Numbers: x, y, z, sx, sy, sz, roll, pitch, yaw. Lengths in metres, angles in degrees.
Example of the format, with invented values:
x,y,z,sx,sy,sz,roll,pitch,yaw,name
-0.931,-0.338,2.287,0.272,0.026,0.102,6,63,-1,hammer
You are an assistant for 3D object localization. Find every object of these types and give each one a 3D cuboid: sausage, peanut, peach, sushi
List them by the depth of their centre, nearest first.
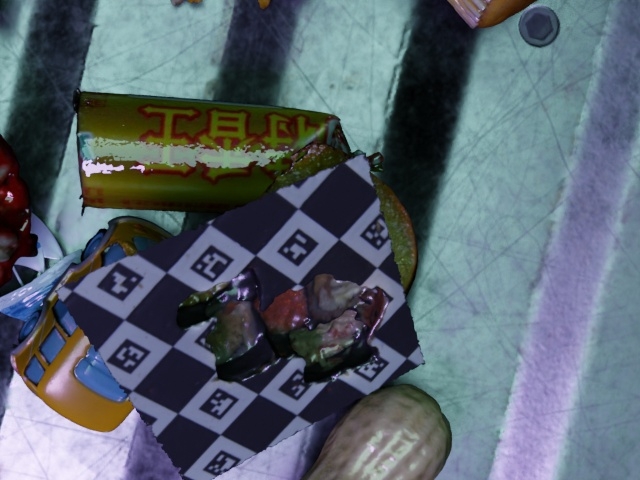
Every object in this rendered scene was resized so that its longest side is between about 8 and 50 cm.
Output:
x,y,z,sx,sy,sz,roll,pitch,yaw,name
-0.063,0.074,0.963,0.292,0.059,0.294,-26,129,-9,sushi
-0.001,-0.001,1.011,0.189,0.068,0.279,-13,131,-10,peach
-0.093,-0.079,1.023,0.317,0.117,0.125,4,101,-5,sausage
0.033,0.260,1.042,0.123,0.123,0.257,42,79,-5,peanut

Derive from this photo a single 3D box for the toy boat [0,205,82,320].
x,y,z,sx,sy,sz,roll,pitch,yaw,name
-0.305,0.010,1.062,0.105,0.034,0.150,-8,81,-1,toy boat

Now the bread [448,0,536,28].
x,y,z,sx,sy,sz,roll,pitch,yaw,name
0.216,-0.329,1.004,0.250,0.179,0.133,-44,87,-9,bread

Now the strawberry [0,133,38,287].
x,y,z,sx,sy,sz,roll,pitch,yaw,name
-0.429,-0.019,0.967,0.261,0.257,0.261,-4,96,-35,strawberry

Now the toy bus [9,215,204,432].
x,y,z,sx,sy,sz,roll,pitch,yaw,name
-0.204,0.087,1.000,0.126,0.136,0.209,38,89,-26,toy bus

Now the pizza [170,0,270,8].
x,y,z,sx,sy,sz,roll,pitch,yaw,name
-0.047,-0.347,1.030,0.228,0.081,0.290,37,88,-6,pizza
